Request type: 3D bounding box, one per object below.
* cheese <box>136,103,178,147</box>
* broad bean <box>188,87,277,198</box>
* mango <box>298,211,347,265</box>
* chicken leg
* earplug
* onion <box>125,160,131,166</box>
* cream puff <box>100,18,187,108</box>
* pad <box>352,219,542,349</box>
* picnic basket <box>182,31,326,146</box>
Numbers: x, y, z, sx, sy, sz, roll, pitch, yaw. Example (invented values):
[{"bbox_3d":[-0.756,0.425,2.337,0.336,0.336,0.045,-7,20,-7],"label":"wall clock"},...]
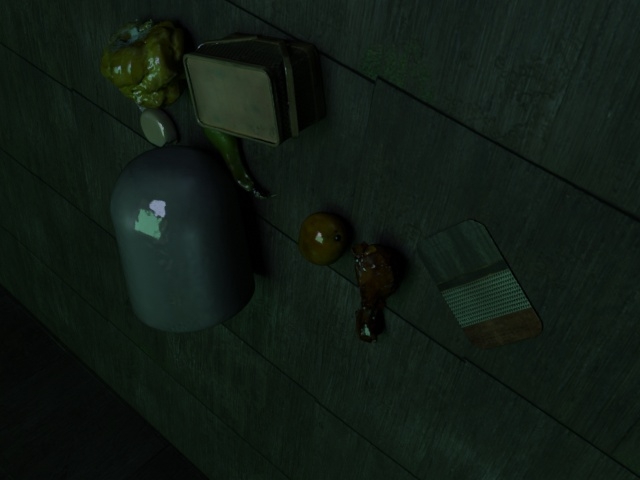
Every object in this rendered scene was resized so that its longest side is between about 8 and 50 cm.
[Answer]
[{"bbox_3d":[-0.421,-0.301,1.808,0.171,0.047,0.092,44,140,13],"label":"cheese"},{"bbox_3d":[-0.206,-0.226,1.631,0.098,0.056,0.318,-24,105,46],"label":"broad bean"},{"bbox_3d":[0.003,0.003,1.555,0.111,0.089,0.163,53,155,22],"label":"mango"},{"bbox_3d":[0.109,0.112,1.535,0.113,0.093,0.304,53,156,32],"label":"chicken leg"},{"bbox_3d":[-0.336,-0.024,1.718,0.313,0.312,0.394,21,131,37],"label":"earplug"},{"bbox_3d":[-0.499,-0.163,1.965,0.107,0.097,0.107,48,147,46],"label":"onion"},{"bbox_3d":[-0.383,-0.379,1.609,0.221,0.195,0.194,18,130,44],"label":"cream puff"},{"bbox_3d":[0.228,0.124,1.388,0.323,0.055,0.250,-30,96,27],"label":"pad"},{"bbox_3d":[-0.127,-0.299,1.412,0.267,0.139,0.165,20,132,37],"label":"picnic basket"}]
